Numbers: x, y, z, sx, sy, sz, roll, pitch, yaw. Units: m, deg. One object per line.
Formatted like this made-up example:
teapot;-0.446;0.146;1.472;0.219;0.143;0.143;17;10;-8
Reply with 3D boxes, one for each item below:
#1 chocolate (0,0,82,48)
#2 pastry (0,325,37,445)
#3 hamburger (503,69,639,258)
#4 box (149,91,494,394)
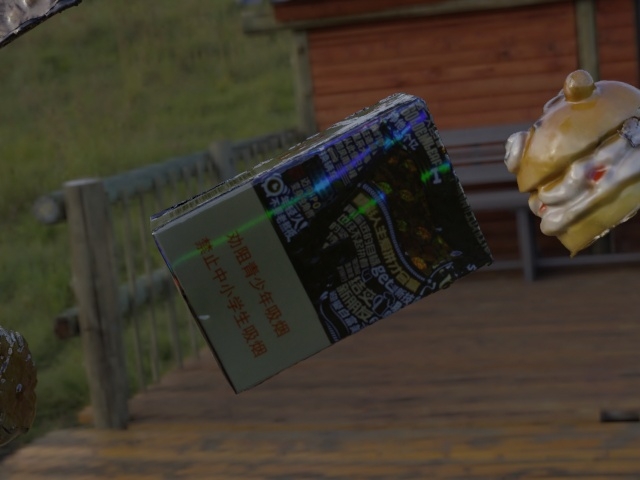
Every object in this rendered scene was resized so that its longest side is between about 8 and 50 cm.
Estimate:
chocolate;-0.337;-0.342;1.517;0.329;0.102;0.065;-31;-1;7
pastry;-0.387;0.172;1.377;0.081;0.153;0.153;-12;9;13
hamburger;0.422;-0.133;1.816;0.276;0.237;0.276;-35;-4;-3
box;0.000;0.000;1.224;0.310;0.198;0.084;-27;13;-4
